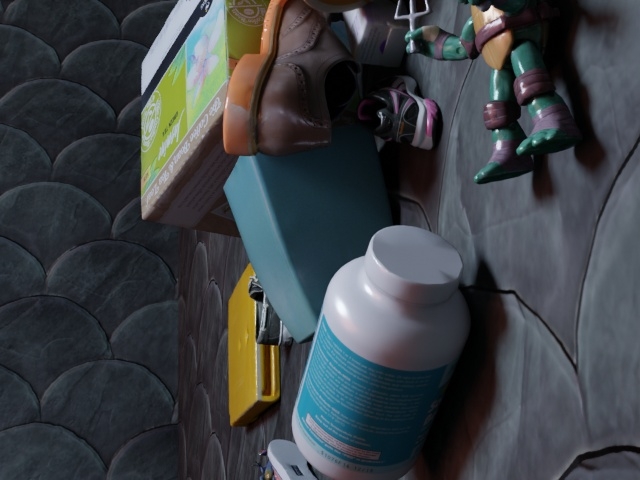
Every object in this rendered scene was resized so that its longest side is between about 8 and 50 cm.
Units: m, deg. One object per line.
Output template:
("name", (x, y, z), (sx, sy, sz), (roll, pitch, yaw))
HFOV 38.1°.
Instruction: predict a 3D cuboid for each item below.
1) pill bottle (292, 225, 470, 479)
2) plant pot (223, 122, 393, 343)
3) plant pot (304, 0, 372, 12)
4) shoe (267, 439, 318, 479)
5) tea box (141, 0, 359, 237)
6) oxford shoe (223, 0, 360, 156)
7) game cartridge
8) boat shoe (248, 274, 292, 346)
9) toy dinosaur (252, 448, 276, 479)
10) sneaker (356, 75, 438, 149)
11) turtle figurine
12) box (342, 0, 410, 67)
("pill bottle", (0.063, 0.116, 0.941), (0.146, 0.146, 0.264), (-105, 24, -50))
("plant pot", (0.000, 0.000, 1.170), (0.165, 0.166, 0.234), (135, 120, -68))
("plant pot", (0.008, -0.381, 1.095), (0.205, 0.205, 0.188), (117, 139, -56))
("shoe", (-0.048, 0.383, 1.445), (0.178, 0.063, 0.081), (-138, 58, -65))
("tea box", (-0.120, -0.222, 1.429), (0.329, 0.220, 0.323), (-44, 44, 47))
("oxford shoe", (-0.014, -0.206, 1.138), (0.363, 0.133, 0.130), (-74, -10, -50))
("game cartridge", (-0.138, 0.210, 1.857), (0.323, 0.053, 0.285), (125, 145, -67))
("boat shoe", (-0.092, 0.083, 1.659), (0.078, 0.070, 0.219), (118, 152, -56))
("toy dinosaur", (-0.098, 0.418, 1.675), (0.082, 0.047, 0.090), (-76, -14, -67))
("sneaker", (0.076, -0.157, 1.085), (0.178, 0.077, 0.072), (-129, 46, -69))
("turtle figurine", (0.142, -0.174, 0.777), (0.175, 0.118, 0.234), (96, 159, -79))
("box", (0.056, -0.357, 1.226), (0.067, 0.063, 0.324), (110, 158, -46))
